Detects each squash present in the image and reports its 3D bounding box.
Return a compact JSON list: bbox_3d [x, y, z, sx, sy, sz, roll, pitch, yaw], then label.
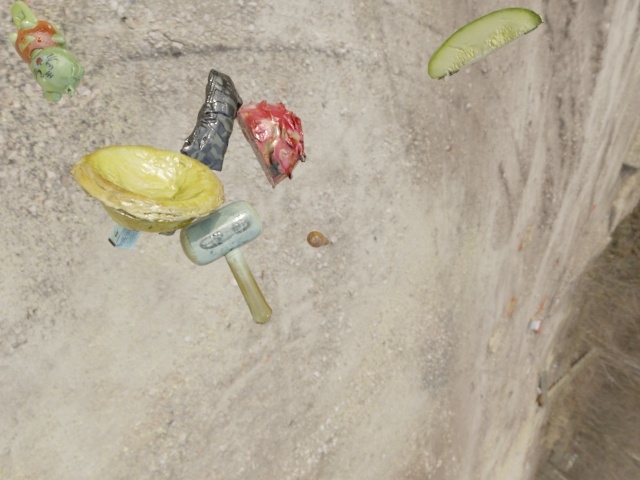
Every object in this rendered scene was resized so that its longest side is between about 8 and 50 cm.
[{"bbox_3d":[0.397,-0.505,1.096,0.169,0.252,0.093,-28,99,-14],"label":"squash"}]

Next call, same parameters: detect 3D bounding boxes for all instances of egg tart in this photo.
[{"bbox_3d":[-0.369,-0.105,0.956,0.315,0.315,0.120,-12,133,-46],"label":"egg tart"}]

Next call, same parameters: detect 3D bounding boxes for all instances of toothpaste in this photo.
[{"bbox_3d":[-0.692,-0.110,1.651,0.089,0.071,0.313,12,112,-59],"label":"toothpaste"}]

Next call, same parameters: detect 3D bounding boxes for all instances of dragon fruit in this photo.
[{"bbox_3d":[-0.191,-0.424,1.834,0.249,0.371,0.386,-26,176,-6],"label":"dragon fruit"}]

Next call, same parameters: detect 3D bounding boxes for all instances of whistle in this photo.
[{"bbox_3d":[-0.699,-0.481,1.105,0.131,0.288,0.106,-35,177,16],"label":"whistle"}]

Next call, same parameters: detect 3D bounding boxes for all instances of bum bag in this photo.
[{"bbox_3d":[-0.309,-0.349,1.296,0.144,0.095,0.340,36,56,-43],"label":"bum bag"}]

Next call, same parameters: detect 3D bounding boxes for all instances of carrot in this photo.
[{"bbox_3d":[0.000,0.000,1.271,0.216,0.048,0.048,13,100,-79],"label":"carrot"}]

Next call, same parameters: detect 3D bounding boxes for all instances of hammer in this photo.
[{"bbox_3d":[-0.198,0.067,1.080,0.202,0.113,0.305,-29,96,-15],"label":"hammer"}]
